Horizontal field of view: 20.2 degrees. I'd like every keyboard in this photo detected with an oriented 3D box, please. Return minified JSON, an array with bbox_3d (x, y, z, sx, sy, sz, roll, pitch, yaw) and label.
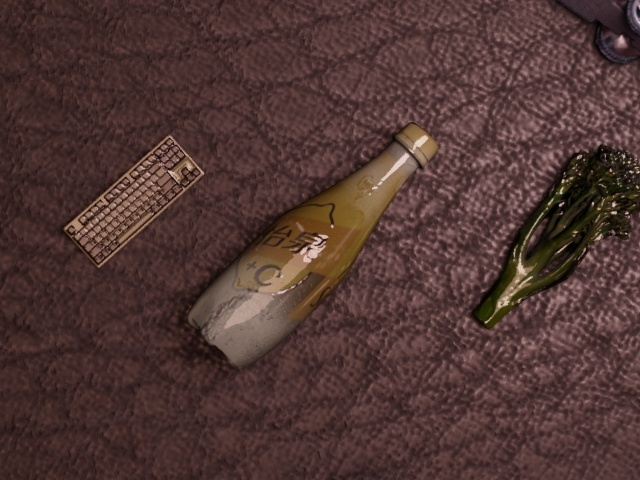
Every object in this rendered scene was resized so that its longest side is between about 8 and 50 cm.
[{"bbox_3d":[-0.168,-0.035,1.611,0.129,0.015,0.049,-41,91,-2],"label":"keyboard"}]

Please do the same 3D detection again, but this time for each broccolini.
[{"bbox_3d":[0.213,-0.002,1.615,0.202,0.068,0.091,-45,78,13],"label":"broccolini"}]

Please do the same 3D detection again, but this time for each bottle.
[{"bbox_3d":[0.000,0.000,1.582,0.269,0.083,0.083,-44,91,-3],"label":"bottle"}]

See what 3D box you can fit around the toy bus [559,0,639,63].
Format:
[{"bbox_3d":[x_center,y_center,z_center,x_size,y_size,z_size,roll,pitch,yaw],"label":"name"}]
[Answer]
[{"bbox_3d":[0.369,-0.175,1.589,0.329,0.109,0.136,37,79,-1],"label":"toy bus"}]
